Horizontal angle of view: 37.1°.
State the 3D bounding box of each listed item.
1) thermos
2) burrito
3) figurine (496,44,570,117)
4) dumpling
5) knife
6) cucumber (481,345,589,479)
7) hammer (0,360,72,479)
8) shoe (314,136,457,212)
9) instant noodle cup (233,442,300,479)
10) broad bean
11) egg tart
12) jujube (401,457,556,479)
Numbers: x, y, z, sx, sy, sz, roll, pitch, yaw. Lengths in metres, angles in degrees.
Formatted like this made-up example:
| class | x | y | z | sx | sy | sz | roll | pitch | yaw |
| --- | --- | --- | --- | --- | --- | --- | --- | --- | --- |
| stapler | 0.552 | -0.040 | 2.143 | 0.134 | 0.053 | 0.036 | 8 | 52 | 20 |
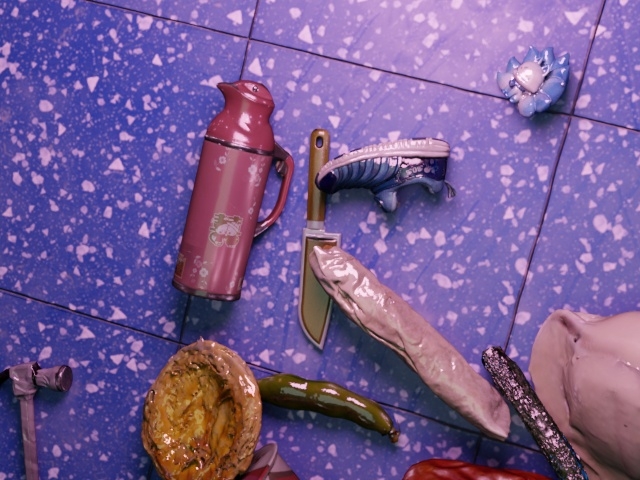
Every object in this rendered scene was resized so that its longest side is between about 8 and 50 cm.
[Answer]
| class | x | y | z | sx | sy | sz | roll | pitch | yaw |
| --- | --- | --- | --- | --- | --- | --- | --- | --- | --- |
| thermos | -0.126 | -0.077 | 1.451 | 0.136 | 0.109 | 0.330 | 15 | 98 | 11 |
| burrito | 0.133 | 0.148 | 1.414 | 0.392 | 0.117 | 0.076 | 43 | 90 | 6 |
| figurine | 0.312 | -0.232 | 1.360 | 0.114 | 0.079 | 0.114 | -26 | 48 | 32 |
| dumpling | 0.451 | 0.255 | 1.308 | 0.395 | 0.233 | 0.315 | 23 | 108 | 33 |
| knife | 0.001 | 0.000 | 1.474 | 0.061 | 0.027 | 0.342 | 5 | 96 | 7 |
| cucumber | 0.313 | 0.261 | 1.371 | 0.044 | 0.043 | 0.256 | -40 | 63 | 18 |
| hammer | -0.477 | 0.414 | 1.607 | 0.152 | 0.044 | 0.426 | -3 | 95 | 13 |
| shoe | 0.094 | -0.092 | 1.410 | 0.207 | 0.091 | 0.106 | -6 | 91 | 6 |
| instant noodle cup | -0.086 | 0.451 | 1.445 | 0.178 | 0.235 | 0.235 | 44 | 102 | -5 |
| broad bean | 0.005 | 0.250 | 1.487 | 0.255 | 0.046 | 0.065 | 16 | 111 | 9 |
| egg tart | -0.173 | 0.276 | 1.483 | 0.232 | 0.098 | 0.252 | 10 | 90 | 34 |
| jujube | 0.258 | 0.434 | 1.379 | 0.318 | 0.223 | 0.223 | 20 | 99 | 17 |
